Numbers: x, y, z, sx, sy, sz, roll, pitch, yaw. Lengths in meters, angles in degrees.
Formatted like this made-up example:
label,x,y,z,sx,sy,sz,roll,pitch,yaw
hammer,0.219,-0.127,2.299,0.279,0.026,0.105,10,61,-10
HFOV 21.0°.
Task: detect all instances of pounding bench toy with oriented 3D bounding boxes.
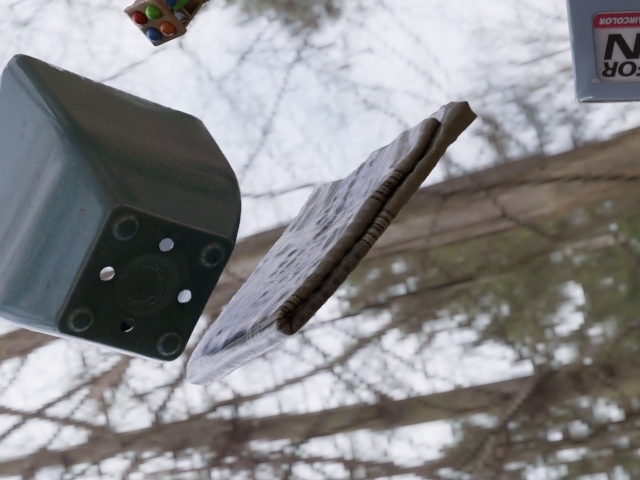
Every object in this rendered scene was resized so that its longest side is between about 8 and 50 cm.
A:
label,x,y,z,sx,sy,sz,roll,pitch,yaw
pounding bench toy,-0.147,-0.241,1.750,0.052,0.083,0.065,48,-128,-24

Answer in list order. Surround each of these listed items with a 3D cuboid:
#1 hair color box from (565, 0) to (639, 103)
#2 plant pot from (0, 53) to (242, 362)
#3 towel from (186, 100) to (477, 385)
label,x,y,z,sx,sy,sz,roll,pitch,yaw
hair color box,0.208,-0.287,1.027,0.185,0.114,0.374,-44,-51,-58
plant pot,-0.220,-0.007,1.775,0.248,0.252,0.247,18,-76,-35
towel,0.000,0.000,1.773,0.056,0.312,0.324,43,-113,-6
